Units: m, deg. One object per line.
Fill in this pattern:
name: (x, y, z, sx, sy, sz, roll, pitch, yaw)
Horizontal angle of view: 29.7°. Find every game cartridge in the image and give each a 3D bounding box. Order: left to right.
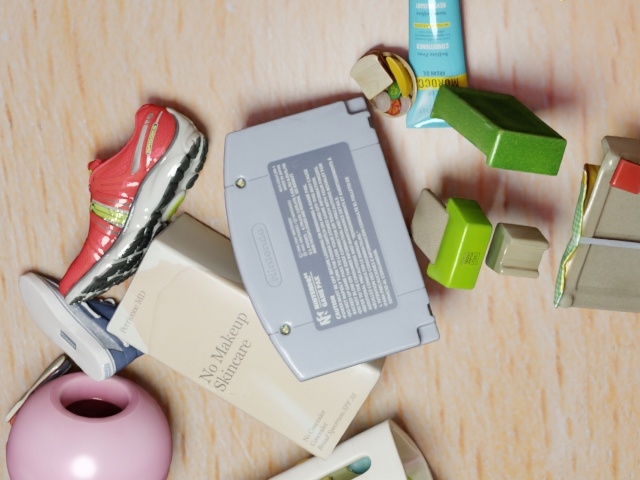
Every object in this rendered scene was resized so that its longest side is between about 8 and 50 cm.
game cartridge: (0.000, 0.000, 1.383, 0.198, 0.062, 0.297, -16, 83, -2)

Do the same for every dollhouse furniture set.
dollhouse furniture set: (0.269, -0.042, 1.377, 0.302, 0.151, 0.197, 6, 112, -22)

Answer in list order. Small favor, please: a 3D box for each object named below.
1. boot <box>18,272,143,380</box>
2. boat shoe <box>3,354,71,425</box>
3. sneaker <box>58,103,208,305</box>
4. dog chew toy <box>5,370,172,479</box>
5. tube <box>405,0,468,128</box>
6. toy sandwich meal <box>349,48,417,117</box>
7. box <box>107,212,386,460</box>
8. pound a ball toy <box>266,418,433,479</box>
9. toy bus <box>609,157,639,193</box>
boot: (-0.301, 0.098, 1.547, 0.190, 0.086, 0.069, 43, 139, 23)
boat shoe: (-0.366, 0.206, 1.597, 0.043, 0.049, 0.137, 40, 113, -6)
sneaker: (-0.246, -0.045, 1.482, 0.118, 0.107, 0.279, 39, 104, 12)
dog chew toy: (-0.300, 0.335, 1.552, 0.207, 0.206, 0.331, 13, 117, 7)
tube: (0.131, -0.226, 1.367, 0.080, 0.052, 0.207, 4, 115, 21)
toy sandwich meal: (0.073, -0.179, 1.385, 0.086, 0.029, 0.085, 17, 118, 34)
box: (-0.083, 0.114, 1.472, 0.311, 0.121, 0.148, 29, 110, 1)
pound a ball toy: (-0.004, 0.364, 1.541, 0.319, 0.135, 0.208, -29, 139, 12)
toy bus: (0.424, -0.071, 1.270, 0.191, 0.104, 0.202, -43, 118, -1)
